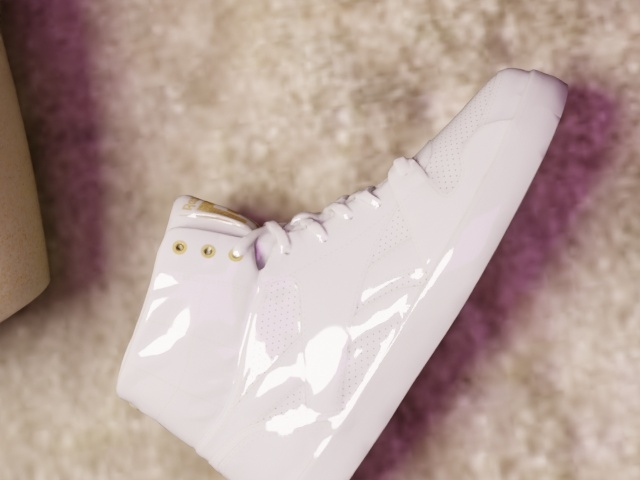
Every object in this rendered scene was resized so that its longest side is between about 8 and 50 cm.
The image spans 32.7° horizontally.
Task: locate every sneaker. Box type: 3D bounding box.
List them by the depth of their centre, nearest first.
[{"bbox_3d":[0.000,0.000,0.610,0.169,0.108,0.292,33,93,4],"label":"sneaker"}]

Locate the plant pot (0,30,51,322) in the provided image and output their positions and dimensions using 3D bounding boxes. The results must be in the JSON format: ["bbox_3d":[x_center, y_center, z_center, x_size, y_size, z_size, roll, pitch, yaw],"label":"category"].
[{"bbox_3d":[-0.270,-0.065,0.593,0.256,0.256,0.274,-25,101,5],"label":"plant pot"}]
